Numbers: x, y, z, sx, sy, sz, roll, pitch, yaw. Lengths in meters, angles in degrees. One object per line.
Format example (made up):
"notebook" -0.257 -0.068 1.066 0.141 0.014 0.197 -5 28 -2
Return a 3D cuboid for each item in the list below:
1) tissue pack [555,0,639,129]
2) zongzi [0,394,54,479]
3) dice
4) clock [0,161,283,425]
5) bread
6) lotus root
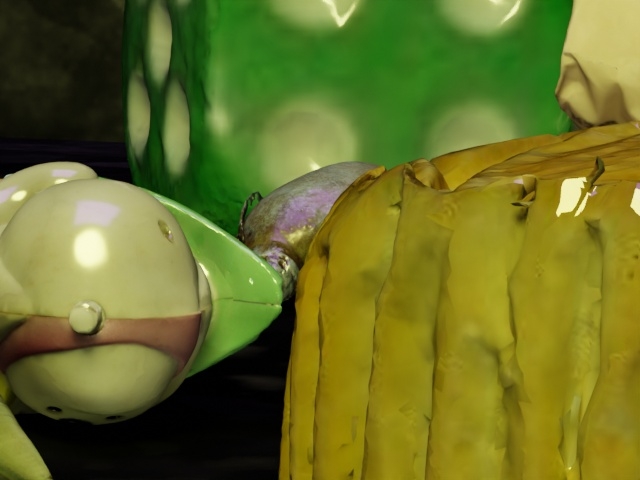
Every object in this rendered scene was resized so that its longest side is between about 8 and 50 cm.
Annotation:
"tissue pack" 0.331 -0.055 1.017 0.375 0.195 0.390 29 14 24
"zongzi" -0.156 0.067 0.651 0.104 0.113 0.052 -36 -16 5
"dice" 0.019 -0.141 1.452 0.297 0.300 0.287 2 9 -17
"clock" -0.129 0.019 0.756 0.231 0.103 0.144 0 7 4
"bread" 0.109 0.037 0.485 0.227 0.142 0.253 5 9 13
"lotus root" -0.002 -0.002 1.148 0.088 0.088 0.165 6 17 36
